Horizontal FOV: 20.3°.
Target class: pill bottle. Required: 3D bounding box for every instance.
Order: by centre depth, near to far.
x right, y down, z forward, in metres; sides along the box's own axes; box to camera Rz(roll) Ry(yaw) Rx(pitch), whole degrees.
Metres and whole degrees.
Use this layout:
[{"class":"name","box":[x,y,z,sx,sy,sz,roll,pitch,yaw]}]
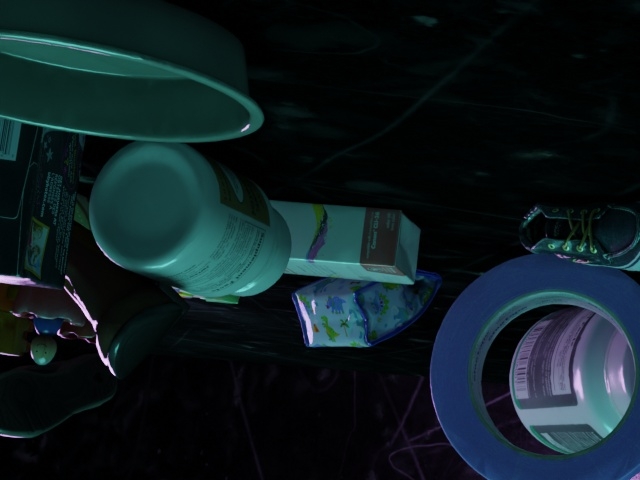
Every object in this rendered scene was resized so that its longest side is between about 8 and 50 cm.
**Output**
[{"class":"pill bottle","box":[-0.118,-0.014,1.759,0.131,0.131,0.229,4,171,23]},{"class":"pill bottle","box":[0.389,0.171,2.251,0.204,0.204,0.361,10,172,-12]}]

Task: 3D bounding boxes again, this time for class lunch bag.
[{"class":"lunch bag","box":[0.063,0.073,2.296,0.151,0.096,0.129,-23,-166,-39]}]

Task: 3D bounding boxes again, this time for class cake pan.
[{"class":"cake pan","box":[-0.182,-0.132,1.306,0.293,0.054,0.293,8,172,1]}]

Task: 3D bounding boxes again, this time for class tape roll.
[{"class":"tape roll","box":[0.265,0.154,2.018,0.275,0.275,0.090,6,171,14]}]

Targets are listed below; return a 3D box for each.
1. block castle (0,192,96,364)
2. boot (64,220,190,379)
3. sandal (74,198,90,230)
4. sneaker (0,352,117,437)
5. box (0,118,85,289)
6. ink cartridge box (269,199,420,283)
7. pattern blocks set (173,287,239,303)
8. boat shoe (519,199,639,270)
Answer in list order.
[{"class":"block castle","box":[-0.475,0.041,2.185,0.453,0.213,0.303,7,171,7]},{"class":"boot","box":[-0.259,0.002,1.759,0.280,0.096,0.264,41,-169,-1]},{"class":"sandal","box":[-0.349,-0.059,1.955,0.240,0.088,0.079,13,-156,11]},{"class":"sneaker","box":[-0.373,0.202,2.246,0.130,0.087,0.227,-19,180,36]},{"class":"box","box":[-0.355,-0.053,1.622,0.247,0.163,0.142,7,175,9]},{"class":"ink cartridge box","box":[0.000,0.000,1.954,0.198,0.067,0.115,4,170,15]},{"class":"pattern blocks set","box":[-0.254,0.061,2.729,0.285,0.026,0.325,3,170,31]},{"class":"boat shoe","box":[0.252,-0.006,1.679,0.083,0.065,0.183,9,172,-15]}]
